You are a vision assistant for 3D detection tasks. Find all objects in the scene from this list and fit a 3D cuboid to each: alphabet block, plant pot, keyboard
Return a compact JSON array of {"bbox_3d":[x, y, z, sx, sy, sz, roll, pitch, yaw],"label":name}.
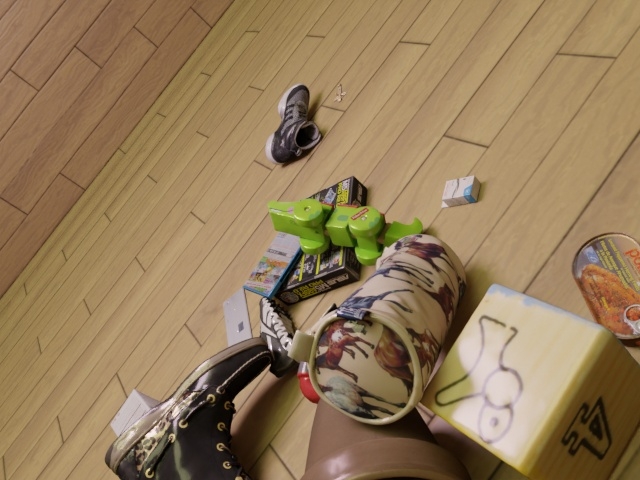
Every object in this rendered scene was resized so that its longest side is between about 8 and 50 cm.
[{"bbox_3d":[0.287,0.205,0.824,0.197,0.193,0.192,-55,33,-6],"label":"alphabet block"},{"bbox_3d":[0.079,0.329,0.908,0.263,0.263,0.229,-39,27,17],"label":"plant pot"},{"bbox_3d":[-0.200,0.218,1.520,0.072,0.014,0.256,-35,37,13],"label":"keyboard"}]

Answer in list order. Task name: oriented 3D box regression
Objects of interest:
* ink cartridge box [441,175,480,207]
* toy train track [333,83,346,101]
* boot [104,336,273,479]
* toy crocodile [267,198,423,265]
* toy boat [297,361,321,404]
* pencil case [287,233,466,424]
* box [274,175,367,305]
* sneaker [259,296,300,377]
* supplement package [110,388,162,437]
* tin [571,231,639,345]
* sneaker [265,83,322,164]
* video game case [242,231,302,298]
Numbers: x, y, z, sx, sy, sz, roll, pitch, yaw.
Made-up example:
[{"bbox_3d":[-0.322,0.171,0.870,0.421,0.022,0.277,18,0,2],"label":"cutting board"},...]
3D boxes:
[{"bbox_3d":[0.277,-0.098,1.255,0.083,0.028,0.048,-10,51,44],"label":"ink cartridge box"},{"bbox_3d":[0.054,-0.438,1.832,0.048,0.014,0.083,-29,40,28],"label":"toy train track"},{"bbox_3d":[-0.184,0.391,1.177,0.377,0.138,0.284,-37,61,-18],"label":"boot"},{"bbox_3d":[0.044,-0.032,1.295,0.340,0.115,0.105,10,51,26],"label":"toy crocodile"},{"bbox_3d":[0.033,0.209,1.140,0.231,0.151,0.151,-17,47,39],"label":"toy boat"},{"bbox_3d":[0.115,0.112,0.977,0.160,0.183,0.410,-63,-12,24],"label":"pencil case"},{"bbox_3d":[0.000,0.000,1.451,0.216,0.060,0.270,-23,44,33],"label":"box"},{"bbox_3d":[-0.107,0.211,1.361,0.106,0.078,0.234,-44,37,5],"label":"sneaker"},{"bbox_3d":[-0.397,0.443,1.450,0.179,0.105,0.105,21,75,54],"label":"supplement package"},{"bbox_3d":[0.443,0.068,0.912,0.106,0.040,0.190,-36,37,27],"label":"tin"},{"bbox_3d":[-0.055,-0.345,1.800,0.153,0.101,0.269,-2,63,47],"label":"sneaker"},{"bbox_3d":[-0.103,0.053,1.443,0.119,0.015,0.166,12,65,52],"label":"video game case"}]
